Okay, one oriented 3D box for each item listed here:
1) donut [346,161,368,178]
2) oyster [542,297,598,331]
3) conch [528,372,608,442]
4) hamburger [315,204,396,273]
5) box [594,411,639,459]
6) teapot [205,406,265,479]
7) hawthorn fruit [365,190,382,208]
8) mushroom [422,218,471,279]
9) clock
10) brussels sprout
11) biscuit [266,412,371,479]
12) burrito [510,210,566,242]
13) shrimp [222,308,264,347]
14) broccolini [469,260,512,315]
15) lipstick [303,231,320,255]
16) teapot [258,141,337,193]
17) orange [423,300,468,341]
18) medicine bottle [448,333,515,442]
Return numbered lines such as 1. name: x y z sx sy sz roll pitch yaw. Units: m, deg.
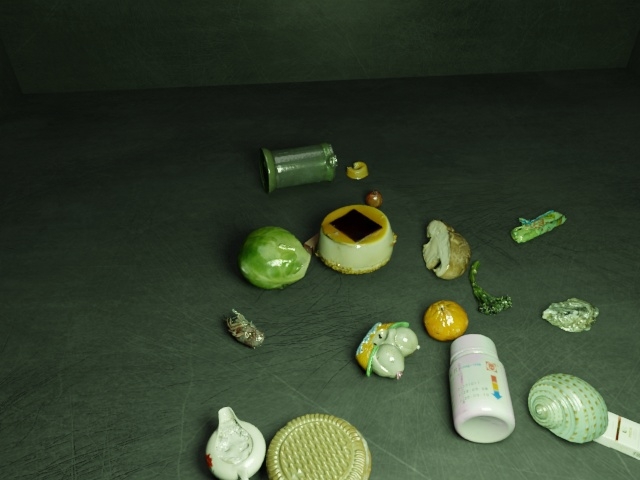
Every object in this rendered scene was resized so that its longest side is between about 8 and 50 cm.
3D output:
1. donut: 0.175 -0.327 2.343 0.097 0.043 0.108 23 48 28
2. oyster: 0.795 0.231 1.593 0.177 0.064 0.125 -23 39 -28
3. conch: 0.637 0.409 1.290 0.199 0.131 0.172 -26 24 -20
4. hamburger: 0.129 0.004 1.807 0.294 0.179 0.276 -32 44 -29
5. box: 0.777 0.496 1.267 0.154 0.040 0.084 19 44 25
6. teapot: -0.201 0.519 1.217 0.145 0.092 0.226 -19 42 -18
7. hawthorn fruit: 0.226 -0.173 2.117 0.077 0.077 0.077 -1 38 0
8. mushroom: 0.469 0.043 1.808 0.151 0.156 0.286 23 36 -16
9. clock: 0.200 0.316 1.462 0.144 0.103 0.231 22 46 25
10. brussels sprout: -0.163 0.062 1.722 0.243 0.244 0.244 -1 38 0
11. biscuit: -0.003 0.528 1.210 0.258 0.079 0.259 0 38 0
12. burrito: 0.840 -0.063 1.975 0.287 0.054 0.104 -22 42 -25
13. shrimp: -0.245 0.272 1.558 0.190 0.075 0.073 23 75 42
14. broccolini: 0.576 0.152 1.712 0.123 0.062 0.272 10 35 -2
15. lipstick: 0.000 0.000 1.920 0.045 0.045 0.145 26 46 34
16. teapot: -0.099 -0.332 2.256 0.336 0.201 0.270 -10 6 -15
17. orange: 0.384 0.243 1.540 0.135 0.118 0.136 2 44 -2
18. medicine bottle: 0.416 0.384 1.330 0.151 0.152 0.255 3 37 5
